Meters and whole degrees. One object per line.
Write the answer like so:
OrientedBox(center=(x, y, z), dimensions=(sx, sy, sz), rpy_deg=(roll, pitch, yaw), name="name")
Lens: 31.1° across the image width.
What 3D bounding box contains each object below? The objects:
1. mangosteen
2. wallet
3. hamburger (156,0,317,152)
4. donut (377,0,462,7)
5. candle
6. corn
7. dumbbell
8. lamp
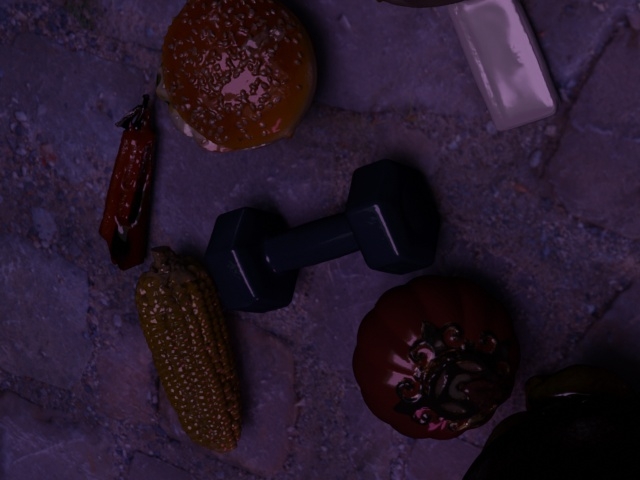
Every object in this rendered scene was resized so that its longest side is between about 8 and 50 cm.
OrientedBox(center=(0.346, 0.341, 1.400), dimensions=(0.382, 0.435, 0.382), rpy_deg=(7, 124, 10), name="mangosteen")
OrientedBox(center=(0.226, -0.231, 1.424), dimensions=(0.095, 0.033, 0.190), rpy_deg=(-15, 103, 31), name="wallet")
OrientedBox(center=(-0.107, -0.226, 1.538), dimensions=(0.237, 0.147, 0.237), rpy_deg=(9, 114, 21), name="hamburger")
OrientedBox(center=(0.123, -0.454, 1.316), dimensions=(0.382, 0.142, 0.382), rpy_deg=(12, 116, 25), name="donut")
OrientedBox(center=(-0.286, -0.085, 1.750), dimensions=(0.084, 0.059, 0.301), rpy_deg=(20, 122, 6), name="candle")
OrientedBox(center=(-0.198, 0.167, 1.770), dimensions=(0.130, 0.130, 0.347), rpy_deg=(-1, 114, 29), name="corn")
OrientedBox(center=(0.000, 0.000, 1.580), dimensions=(0.325, 0.144, 0.160), rpy_deg=(-17, 104, 32), name="dumbbell")
OrientedBox(center=(0.155, 0.157, 1.520), dimensions=(0.227, 0.227, 0.227), rpy_deg=(11, 116, 24), name="lamp")
